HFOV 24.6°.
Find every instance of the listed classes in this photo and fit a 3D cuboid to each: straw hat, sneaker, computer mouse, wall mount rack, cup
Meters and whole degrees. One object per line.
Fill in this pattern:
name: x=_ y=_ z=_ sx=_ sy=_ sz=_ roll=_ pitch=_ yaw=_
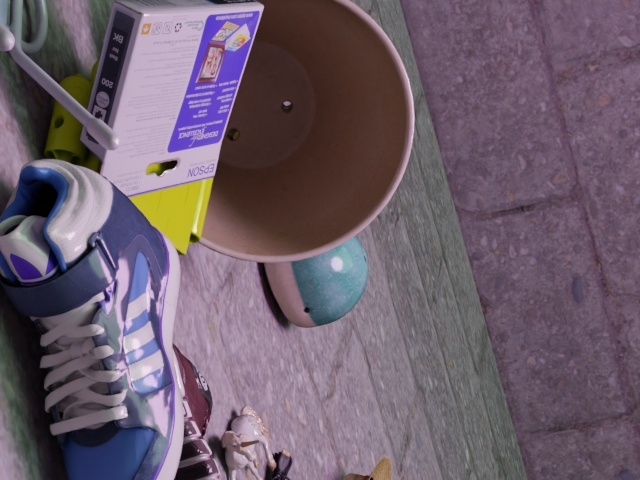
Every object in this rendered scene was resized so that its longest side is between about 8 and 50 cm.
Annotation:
straw hat: x=0.056 y=0.395 z=2.262 sx=0.144 sy=0.061 sz=0.145 roll=13 pitch=90 yaw=-69
sneaker: x=-0.142 y=0.232 z=1.568 sx=0.162 sy=0.106 sz=0.281 roll=18 pitch=61 yaw=-77
computer mouse: x=-0.029 y=0.380 z=2.000 sx=0.106 sy=0.042 sz=0.193 roll=-84 pitch=152 yaw=-61
wall mount rack: x=-0.287 y=-0.247 z=1.334 sx=0.350 sy=0.130 sz=0.304 roll=47 pitch=35 yaw=-62
cup: x=-0.073 y=-0.157 z=1.809 sx=0.237 sy=0.331 sz=0.331 roll=-134 pitch=-152 yaw=-75
sneaker: x=-0.232 y=0.084 z=1.336 sx=0.236 sy=0.130 sz=0.323 roll=41 pitch=43 yaw=-51

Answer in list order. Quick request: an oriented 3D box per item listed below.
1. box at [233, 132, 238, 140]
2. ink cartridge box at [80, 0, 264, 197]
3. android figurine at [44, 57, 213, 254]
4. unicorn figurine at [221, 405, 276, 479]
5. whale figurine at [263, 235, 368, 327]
box: x=-0.121 y=-0.143 z=2.016 sx=0.054 sy=0.059 sz=0.169 roll=60 pitch=23 yaw=-53
ink cartridge box: x=-0.158 y=-0.150 z=1.522 sx=0.206 sy=0.045 sz=0.208 roll=-17 pitch=130 yaw=-56
android figurine: x=-0.195 y=-0.092 z=1.581 sx=0.248 sy=0.056 sz=0.273 roll=34 pitch=57 yaw=-50
unicorn figurine: x=-0.094 y=0.262 z=1.832 sx=0.162 sy=0.060 sz=0.111 roll=-109 pitch=180 yaw=-65
whale figurine: x=0.000 y=0.000 z=2.199 sx=0.272 sy=0.141 sz=0.216 roll=-87 pitch=159 yaw=-45
